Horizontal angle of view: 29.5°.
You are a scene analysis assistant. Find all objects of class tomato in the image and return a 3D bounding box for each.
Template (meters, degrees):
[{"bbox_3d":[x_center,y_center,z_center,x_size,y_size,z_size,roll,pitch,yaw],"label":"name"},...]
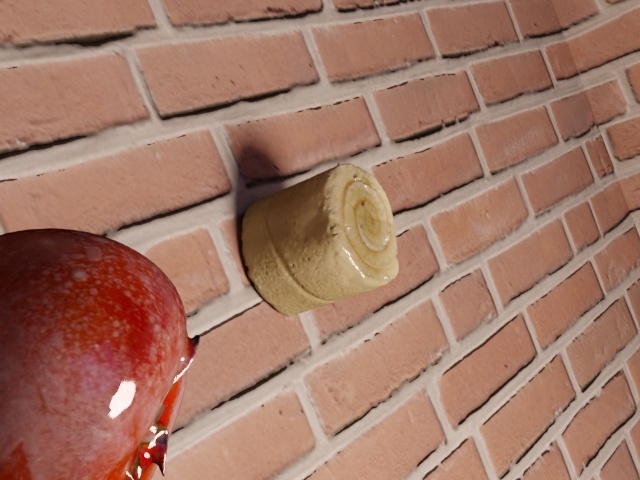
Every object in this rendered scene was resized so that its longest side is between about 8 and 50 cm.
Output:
[{"bbox_3d":[-0.222,0.118,0.933,0.270,0.227,0.270,18,90,-84],"label":"tomato"}]

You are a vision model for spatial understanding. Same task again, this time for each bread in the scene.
[{"bbox_3d":[0.000,0.000,1.418,0.134,0.141,0.148,4,70,-57],"label":"bread"}]
